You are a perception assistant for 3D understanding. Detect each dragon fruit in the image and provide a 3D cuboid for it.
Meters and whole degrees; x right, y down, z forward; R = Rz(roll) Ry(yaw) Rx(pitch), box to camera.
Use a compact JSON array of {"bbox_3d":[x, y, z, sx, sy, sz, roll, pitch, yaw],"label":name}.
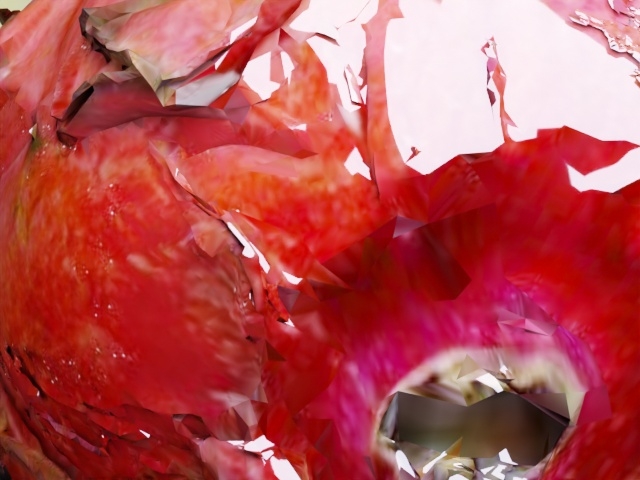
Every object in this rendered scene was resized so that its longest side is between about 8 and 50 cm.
[{"bbox_3d":[0.032,-0.004,0.571,0.295,0.295,0.302,41,9,-11],"label":"dragon fruit"}]

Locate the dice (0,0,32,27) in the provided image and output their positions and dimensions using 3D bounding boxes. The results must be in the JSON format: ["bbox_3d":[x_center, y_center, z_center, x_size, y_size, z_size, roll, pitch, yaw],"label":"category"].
[{"bbox_3d":[-0.161,-0.178,0.918,0.169,0.169,0.166,25,1,-23],"label":"dice"}]
